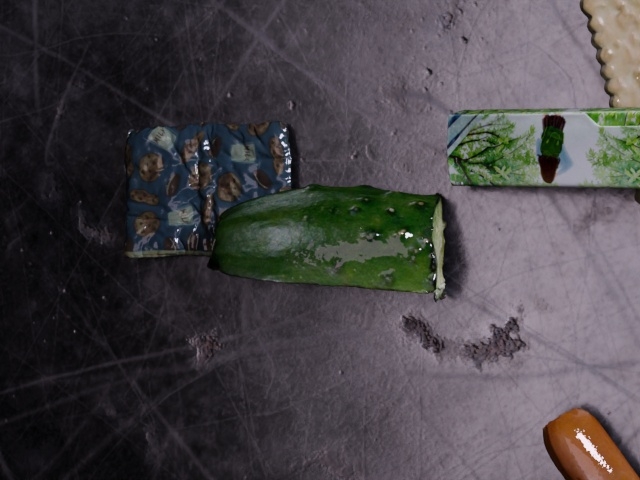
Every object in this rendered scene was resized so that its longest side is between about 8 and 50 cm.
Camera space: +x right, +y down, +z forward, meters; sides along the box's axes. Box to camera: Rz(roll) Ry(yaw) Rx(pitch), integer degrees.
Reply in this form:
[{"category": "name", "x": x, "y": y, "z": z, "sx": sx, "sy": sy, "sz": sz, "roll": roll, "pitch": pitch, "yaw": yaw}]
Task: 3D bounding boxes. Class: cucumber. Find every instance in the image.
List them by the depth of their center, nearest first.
[{"category": "cucumber", "x": 0.000, "y": -0.002, "z": 1.691, "sx": 0.325, "sy": 0.105, "sz": 0.145, "roll": 3, "pitch": 91, "yaw": 16}]

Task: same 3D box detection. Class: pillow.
[{"category": "pillow", "x": -0.156, "y": -0.068, "z": 1.807, "sx": 0.255, "sy": 0.034, "sz": 0.189, "roll": -1, "pitch": 86, "yaw": 22}]

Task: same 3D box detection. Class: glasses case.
[{"category": "glasses case", "x": 0.285, "y": -0.111, "z": 1.588, "sx": 0.272, "sy": 0.062, "sz": 0.095, "roll": 2, "pitch": 103, "yaw": 33}]

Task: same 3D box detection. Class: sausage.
[{"category": "sausage", "x": 0.344, "y": 0.293, "z": 1.586, "sx": 0.076, "sy": 0.076, "sz": 0.197, "roll": -39, "pitch": 77, "yaw": 15}]

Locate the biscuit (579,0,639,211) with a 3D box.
[{"category": "biscuit", "x": 0.449, "y": -0.173, "z": 1.556, "sx": 0.217, "sy": 0.044, "sz": 0.325, "roll": -17, "pitch": 92, "yaw": 21}]
